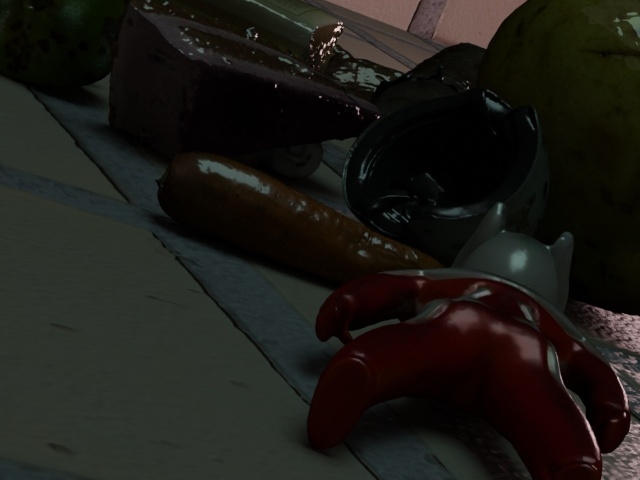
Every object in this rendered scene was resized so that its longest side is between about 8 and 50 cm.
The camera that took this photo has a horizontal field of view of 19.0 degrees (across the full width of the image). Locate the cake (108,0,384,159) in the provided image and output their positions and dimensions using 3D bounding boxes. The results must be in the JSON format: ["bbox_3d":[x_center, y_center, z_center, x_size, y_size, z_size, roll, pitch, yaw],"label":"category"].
[{"bbox_3d":[-0.061,-0.119,1.595,0.116,0.113,0.295,41,23,31],"label":"cake"}]

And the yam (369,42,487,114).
[{"bbox_3d":[0.127,-0.127,1.924,0.131,0.131,0.279,25,19,9],"label":"yam"}]

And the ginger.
[{"bbox_3d":[0.000,-0.173,2.114,0.290,0.084,0.122,23,49,7],"label":"ginger"}]

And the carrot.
[{"bbox_3d":[0.000,0.000,1.321,0.248,0.059,0.059,23,10,-16],"label":"carrot"}]

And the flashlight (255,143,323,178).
[{"bbox_3d":[-0.035,-0.096,1.730,0.093,0.047,0.200,20,14,-11],"label":"flashlight"}]

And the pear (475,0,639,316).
[{"bbox_3d":[0.278,-0.079,1.647,0.304,0.304,0.304,22,11,-4],"label":"pear"}]

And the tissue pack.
[{"bbox_3d":[-0.114,-0.213,1.917,0.234,0.125,0.159,25,12,6],"label":"tissue pack"}]

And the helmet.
[{"bbox_3d":[0.112,-0.037,1.527,0.177,0.153,0.107,23,-26,54],"label":"helmet"}]

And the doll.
[{"bbox_3d":[0.094,0.065,1.118,0.188,0.099,0.384,25,17,6],"label":"doll"}]

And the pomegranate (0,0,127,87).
[{"bbox_3d":[-0.217,-0.197,1.633,0.143,0.122,0.169,12,10,18],"label":"pomegranate"}]
